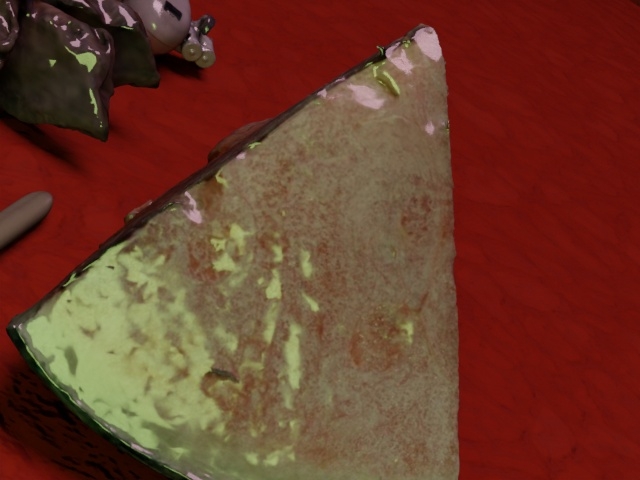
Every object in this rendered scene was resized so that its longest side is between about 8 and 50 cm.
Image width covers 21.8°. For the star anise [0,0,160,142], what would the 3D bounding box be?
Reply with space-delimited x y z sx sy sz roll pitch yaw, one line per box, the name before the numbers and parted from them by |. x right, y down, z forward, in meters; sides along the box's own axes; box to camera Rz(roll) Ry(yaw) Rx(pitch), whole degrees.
star anise | -0.276 -0.190 1.339 0.332 0.117 0.331 22 30 -14

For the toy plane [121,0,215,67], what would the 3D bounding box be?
toy plane | -0.168 -0.228 1.602 0.174 0.080 0.174 43 14 -14

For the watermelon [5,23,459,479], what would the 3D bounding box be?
watermelon | 0.006 0.040 1.037 0.250 0.292 0.283 55 17 -14

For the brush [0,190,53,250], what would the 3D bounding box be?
brush | -0.227 0.011 1.077 0.042 0.039 0.299 -7 13 16
